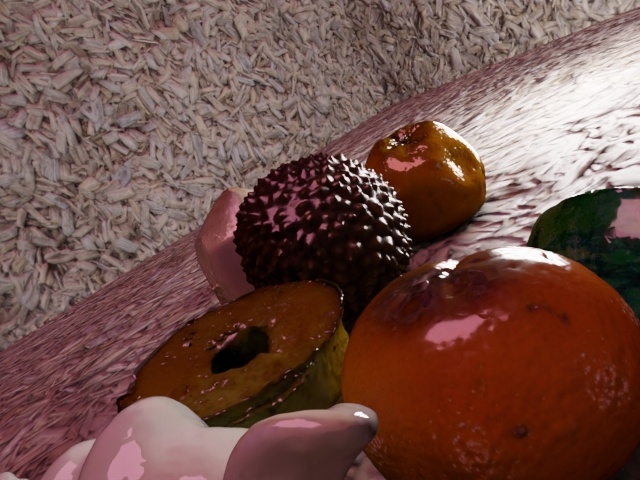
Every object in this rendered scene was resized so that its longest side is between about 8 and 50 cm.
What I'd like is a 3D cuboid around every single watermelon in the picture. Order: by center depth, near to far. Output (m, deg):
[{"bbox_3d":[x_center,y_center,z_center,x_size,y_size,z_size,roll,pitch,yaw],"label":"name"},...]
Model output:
[{"bbox_3d":[0.267,0.047,0.499,0.146,0.128,0.231,-55,25,-21],"label":"watermelon"}]

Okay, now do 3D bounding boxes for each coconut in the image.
[{"bbox_3d":[-0.126,0.015,1.102,0.224,0.234,0.224,-32,11,7],"label":"coconut"}]

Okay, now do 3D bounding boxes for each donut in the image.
[{"bbox_3d":[-0.077,0.150,0.644,0.272,0.107,0.272,-20,16,6],"label":"donut"}]

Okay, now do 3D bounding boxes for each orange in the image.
[{"bbox_3d":[0.123,0.093,0.445,0.224,0.170,0.224,-28,16,9],"label":"orange"},{"bbox_3d":[0.163,-0.106,1.062,0.249,0.183,0.249,-26,13,7],"label":"orange"}]

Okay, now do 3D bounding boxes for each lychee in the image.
[{"bbox_3d":[0.000,0.000,0.851,0.267,0.267,0.267,-27,14,7],"label":"lychee"}]

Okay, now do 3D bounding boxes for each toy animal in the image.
[{"bbox_3d":[-0.099,0.228,0.375,0.368,0.196,0.241,-29,21,7],"label":"toy animal"}]
